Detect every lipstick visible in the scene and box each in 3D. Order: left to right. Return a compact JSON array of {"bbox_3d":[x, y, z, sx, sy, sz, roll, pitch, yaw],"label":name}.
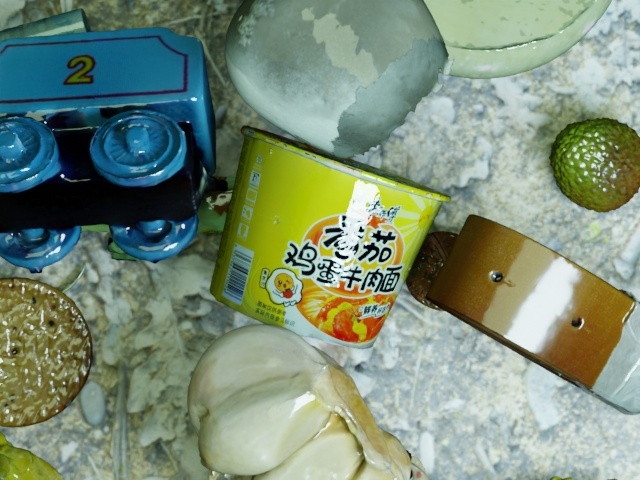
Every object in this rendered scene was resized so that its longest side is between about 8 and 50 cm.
[{"bbox_3d":[-0.368,-0.248,1.626,0.158,0.048,0.048,-15,85,1],"label":"lipstick"}]

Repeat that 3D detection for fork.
[{"bbox_3d":[-0.382,0.094,1.604,0.219,0.034,0.028,-35,93,-1],"label":"fork"}]

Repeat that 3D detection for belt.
[{"bbox_3d":[0.272,0.087,1.464,0.339,0.217,0.122,30,87,-38],"label":"belt"}]

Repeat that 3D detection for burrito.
[{"bbox_3d":[-0.210,-0.027,1.601,0.288,0.054,0.104,-1,87,0],"label":"burrito"}]

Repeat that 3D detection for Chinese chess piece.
[{"bbox_3d":[0.196,-0.369,1.569,0.349,0.146,0.349,0,85,1],"label":"Chinese chess piece"}]

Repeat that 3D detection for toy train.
[{"bbox_3d":[-0.262,-0.116,1.509,0.300,0.188,0.265,-4,52,0],"label":"toy train"}]

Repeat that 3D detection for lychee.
[{"bbox_3d":[0.336,-0.092,1.556,0.114,0.146,0.114,-17,60,33],"label":"lychee"}]

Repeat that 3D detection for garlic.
[{"bbox_3d":[-0.034,0.219,1.412,0.203,0.184,0.281,-36,107,10],"label":"garlic"}]

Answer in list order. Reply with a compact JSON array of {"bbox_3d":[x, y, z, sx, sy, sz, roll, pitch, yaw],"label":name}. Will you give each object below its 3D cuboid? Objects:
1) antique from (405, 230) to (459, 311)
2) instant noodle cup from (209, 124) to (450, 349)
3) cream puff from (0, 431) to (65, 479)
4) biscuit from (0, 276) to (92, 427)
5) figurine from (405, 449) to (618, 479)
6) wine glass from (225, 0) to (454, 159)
[{"bbox_3d":[0.149,0.038,1.558,0.104,0.104,0.104,0,85,2],"label":"antique"},{"bbox_3d":[0.000,0.000,1.498,0.264,0.264,0.200,19,95,3],"label":"instant noodle cup"},{"bbox_3d":[-0.436,0.339,1.510,0.282,0.185,0.281,0,88,1],"label":"cream puff"},{"bbox_3d":[-0.372,0.135,1.583,0.188,0.027,0.187,-1,96,-9],"label":"biscuit"},{"bbox_3d":[0.169,0.324,1.497,0.315,0.168,0.187,17,95,2],"label":"figurine"},{"bbox_3d":[-0.024,-0.254,1.435,0.238,0.238,0.323,-41,74,-2],"label":"wine glass"}]
